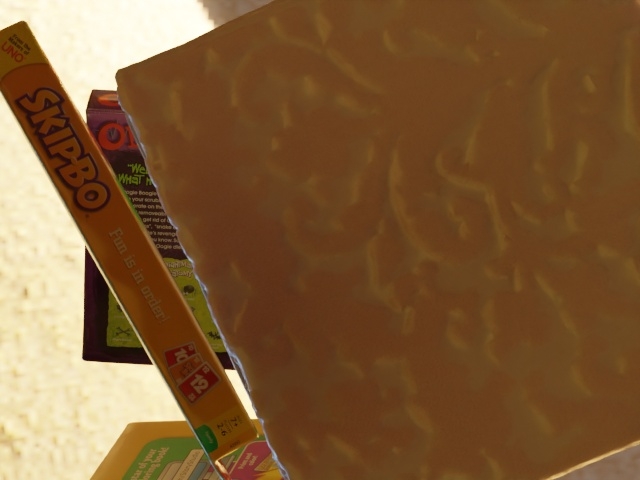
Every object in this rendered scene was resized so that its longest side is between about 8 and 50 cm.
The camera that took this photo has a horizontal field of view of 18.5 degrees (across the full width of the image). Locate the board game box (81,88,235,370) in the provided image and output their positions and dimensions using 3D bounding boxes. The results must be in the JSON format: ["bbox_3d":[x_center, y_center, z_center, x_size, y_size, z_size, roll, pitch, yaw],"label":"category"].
[{"bbox_3d":[0.000,0.000,1.450,0.347,0.056,0.208,4,-61,-2],"label":"board game box"}]

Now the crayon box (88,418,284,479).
[{"bbox_3d":[-0.077,0.282,1.730,0.313,0.363,0.106,-4,-69,17],"label":"crayon box"}]

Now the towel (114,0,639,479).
[{"bbox_3d":[0.081,-0.012,1.165,0.317,0.053,0.331,-23,-100,-1],"label":"towel"}]

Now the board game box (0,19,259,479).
[{"bbox_3d":[-0.101,0.009,1.020,0.039,0.124,0.259,-27,-84,-6],"label":"board game box"}]
